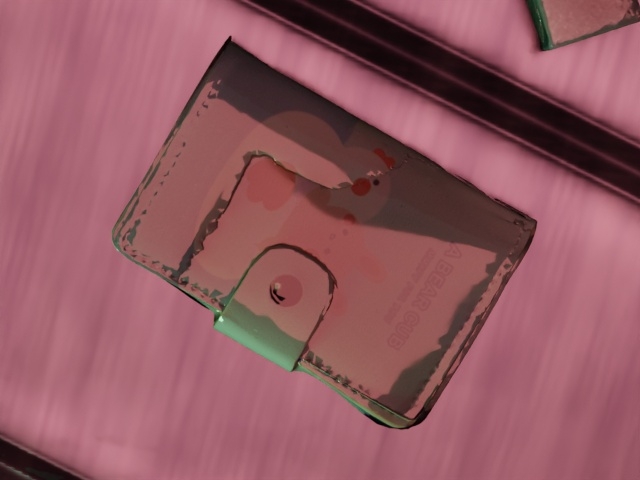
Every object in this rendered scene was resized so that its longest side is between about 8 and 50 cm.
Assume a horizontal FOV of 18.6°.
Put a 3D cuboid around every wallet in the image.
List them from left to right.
[{"bbox_3d":[0.000,0.000,1.321,0.250,0.075,0.176,31,89,-2],"label":"wallet"}]

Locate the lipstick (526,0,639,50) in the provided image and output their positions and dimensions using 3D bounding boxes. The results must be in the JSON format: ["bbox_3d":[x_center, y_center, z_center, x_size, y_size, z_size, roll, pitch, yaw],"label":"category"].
[{"bbox_3d":[0.133,-0.286,1.294,0.068,0.066,0.317,-18,94,3],"label":"lipstick"}]
